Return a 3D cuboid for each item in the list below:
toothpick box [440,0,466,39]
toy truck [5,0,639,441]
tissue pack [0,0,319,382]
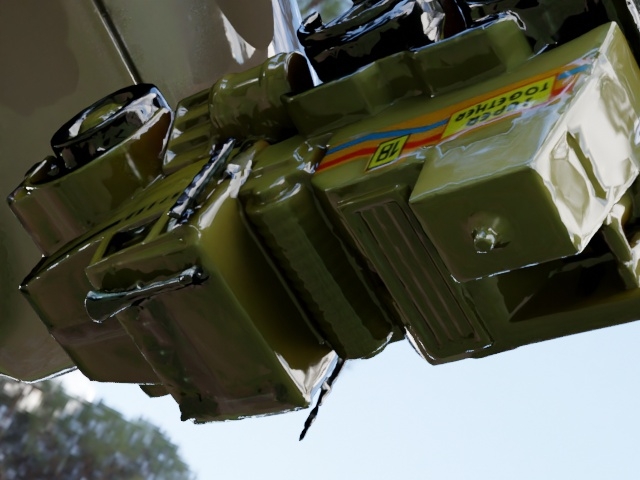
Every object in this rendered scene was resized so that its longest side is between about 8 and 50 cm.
[{"bbox_3d":[0.199,-0.143,0.661,0.294,0.192,0.192,-1,-42,-6],"label":"toothpick box"},{"bbox_3d":[0.000,-0.002,0.448,0.257,0.127,0.127,-13,-61,39],"label":"toy truck"},{"bbox_3d":[-0.154,-0.135,0.692,0.267,0.277,0.387,48,-13,43],"label":"tissue pack"}]
